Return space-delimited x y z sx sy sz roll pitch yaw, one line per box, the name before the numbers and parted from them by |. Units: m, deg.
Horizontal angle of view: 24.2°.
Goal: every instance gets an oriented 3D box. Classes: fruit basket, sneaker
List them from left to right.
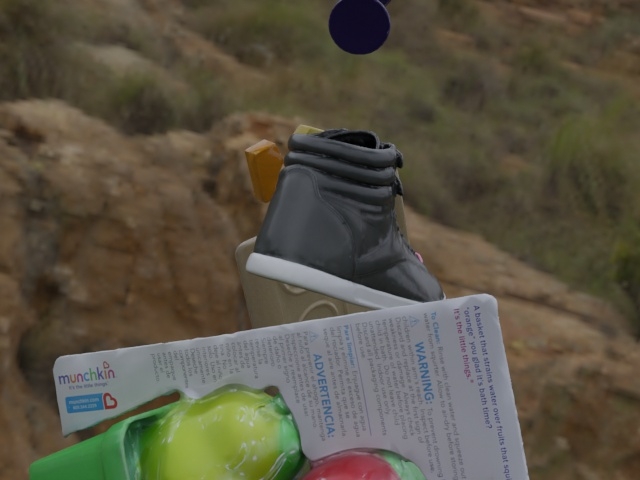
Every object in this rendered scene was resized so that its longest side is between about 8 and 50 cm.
fruit basket | -0.013 0.216 1.012 0.353 0.327 0.165 -11 -1 22
sneaker | 0.050 -0.015 1.319 0.104 0.147 0.296 16 -1 31

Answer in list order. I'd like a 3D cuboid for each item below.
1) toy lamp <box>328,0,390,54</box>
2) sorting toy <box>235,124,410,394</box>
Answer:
toy lamp | 0.051 -0.293 1.796 0.080 0.080 0.274 15 22 0
sorting toy | 0.000 0.000 1.688 0.229 0.307 0.041 -31 36 -30
